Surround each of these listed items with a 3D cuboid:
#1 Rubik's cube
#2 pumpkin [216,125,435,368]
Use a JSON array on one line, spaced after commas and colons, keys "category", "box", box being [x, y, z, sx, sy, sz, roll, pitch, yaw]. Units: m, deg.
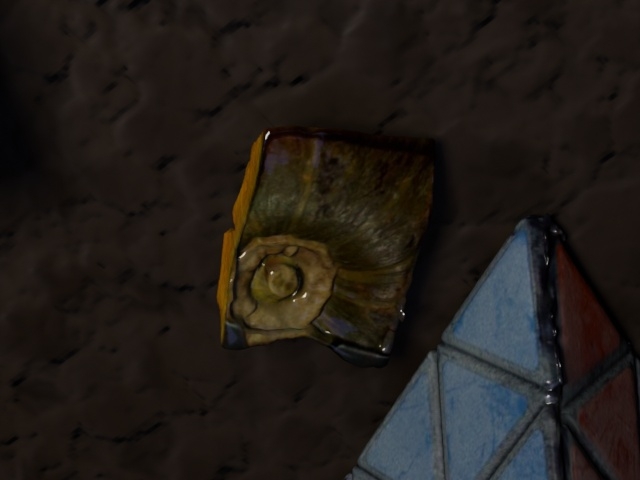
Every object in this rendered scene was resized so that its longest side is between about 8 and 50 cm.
[{"category": "Rubik's cube", "box": [0.048, 0.139, 0.611, 0.178, 0.190, 0.211, -20, 119, 33]}, {"category": "pumpkin", "box": [0.001, -0.001, 0.572, 0.073, 0.035, 0.101, 6, 121, -18]}]
